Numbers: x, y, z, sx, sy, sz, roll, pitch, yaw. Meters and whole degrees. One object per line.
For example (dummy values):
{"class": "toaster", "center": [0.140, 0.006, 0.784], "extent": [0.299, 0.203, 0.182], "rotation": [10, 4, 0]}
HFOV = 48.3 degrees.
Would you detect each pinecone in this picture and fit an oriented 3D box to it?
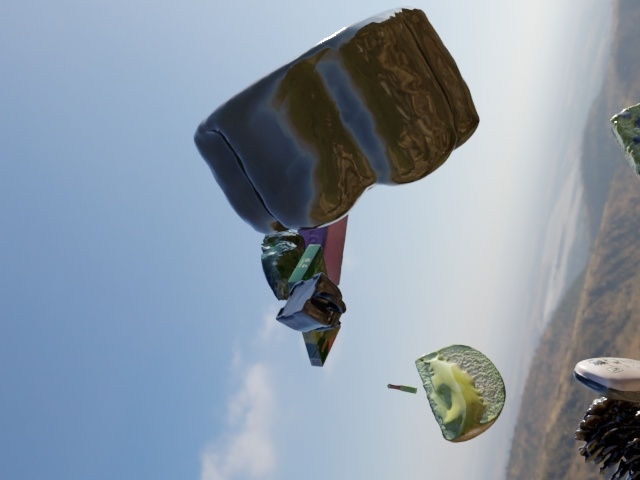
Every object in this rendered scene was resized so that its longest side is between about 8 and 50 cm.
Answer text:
{"class": "pinecone", "center": [0.810, 0.545, 1.871], "extent": [0.246, 0.246, 0.292], "rotation": [86, 163, -46]}

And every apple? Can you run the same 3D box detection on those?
{"class": "apple", "center": [0.355, 0.381, 1.758], "extent": [0.265, 0.193, 0.120], "rotation": [-109, 3, -49]}

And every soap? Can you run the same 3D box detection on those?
{"class": "soap", "center": [-0.002, 0.000, 2.076], "extent": [0.181, 0.081, 0.259], "rotation": [4, 86, 60]}

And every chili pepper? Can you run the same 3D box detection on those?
{"class": "chili pepper", "center": [-0.079, 0.043, 1.817], "extent": [0.148, 0.116, 0.264], "rotation": [60, -166, -26]}

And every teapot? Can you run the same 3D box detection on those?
{"class": "teapot", "center": [-0.005, 0.128, 1.308], "extent": [0.087, 0.096, 0.177], "rotation": [-60, 15, -26]}

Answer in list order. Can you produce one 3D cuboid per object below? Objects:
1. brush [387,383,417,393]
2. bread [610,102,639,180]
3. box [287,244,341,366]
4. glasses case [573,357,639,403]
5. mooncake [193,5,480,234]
{"class": "brush", "center": [0.225, 0.405, 1.966], "extent": [0.021, 0.083, 0.019], "rotation": [-24, -61, -72]}
{"class": "bread", "center": [0.771, -0.173, 1.584], "extent": [0.077, 0.138, 0.361], "rotation": [48, -156, -46]}
{"class": "box", "center": [-0.009, 0.140, 1.521], "extent": [0.132, 0.034, 0.235], "rotation": [-61, -34, -48]}
{"class": "glasses case", "center": [0.675, 0.303, 1.552], "extent": [0.314, 0.122, 0.075], "rotation": [10, -78, -34]}
{"class": "mooncake", "center": [0.029, -0.196, 1.238], "extent": [0.262, 0.467, 0.467], "rotation": [62, -157, -9]}
